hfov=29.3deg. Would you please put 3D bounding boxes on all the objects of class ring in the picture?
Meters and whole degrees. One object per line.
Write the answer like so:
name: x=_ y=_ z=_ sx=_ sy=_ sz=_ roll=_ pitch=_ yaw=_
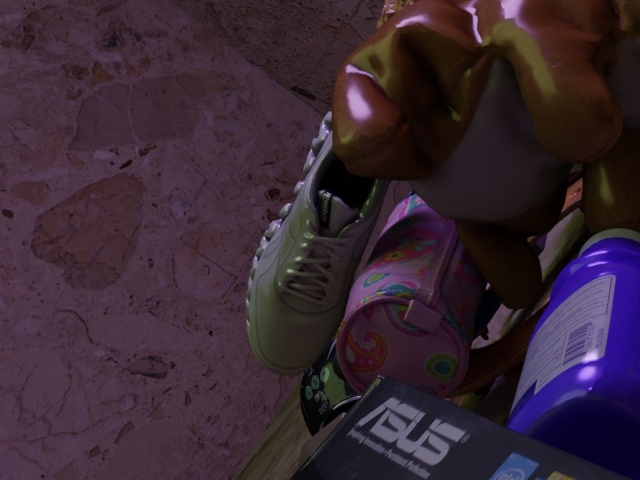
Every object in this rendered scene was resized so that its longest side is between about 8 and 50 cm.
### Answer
ring: x=0.232 y=0.035 z=1.242 sx=0.336 sy=0.032 sz=0.336 roll=-46 pitch=8 yaw=8

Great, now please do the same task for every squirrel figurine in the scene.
squirrel figurine: x=0.235 y=-0.190 z=1.096 sx=0.370 sy=0.281 sz=0.397 roll=-32 pitch=34 yaw=25

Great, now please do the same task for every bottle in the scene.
bottle: x=0.195 y=0.078 z=0.836 sx=0.118 sy=0.092 sz=0.283 roll=-51 pitch=2 yaw=29

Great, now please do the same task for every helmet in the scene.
helmet: x=0.059 y=0.185 z=1.439 sx=0.169 sy=0.169 sz=0.161 roll=-52 pitch=19 yaw=23

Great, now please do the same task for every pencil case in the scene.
pencil case: x=0.098 y=0.043 z=1.159 sx=0.124 sy=0.124 sz=0.284 roll=-52 pitch=3 yaw=28

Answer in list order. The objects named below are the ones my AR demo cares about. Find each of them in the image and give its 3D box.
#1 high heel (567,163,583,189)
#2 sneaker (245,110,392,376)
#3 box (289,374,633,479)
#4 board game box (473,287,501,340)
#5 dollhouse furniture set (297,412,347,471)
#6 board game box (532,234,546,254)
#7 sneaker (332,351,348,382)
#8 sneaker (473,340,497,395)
high heel: x=0.260 y=-0.092 z=1.384 sx=0.244 sy=0.082 sz=0.117 roll=-4 pitch=-40 yaw=-35
sneaker: x=0.000 y=0.000 z=1.186 sx=0.118 sy=0.110 sz=0.292 roll=-88 pitch=18 yaw=-80
box: x=0.025 y=0.227 z=0.466 sx=0.318 sy=0.097 sz=0.395 roll=-47 pitch=17 yaw=-10
board game box: x=0.129 y=0.107 z=1.221 sx=0.133 sy=0.033 sz=0.169 roll=-47 pitch=11 yaw=-28
dollhouse furniture set: x=0.055 y=0.265 z=0.846 sx=0.212 sy=0.161 sz=0.242 roll=130 pitch=155 yaw=-61
board game box: x=0.242 y=0.015 z=1.627 sx=0.141 sy=0.048 sz=0.170 roll=-50 pitch=3 yaw=26
sneaker: x=0.069 y=0.096 z=1.267 sx=0.170 sy=0.051 sz=0.089 roll=-52 pitch=14 yaw=-28
sneaker: x=0.174 y=0.132 z=1.301 sx=0.035 sy=0.031 sz=0.083 roll=-51 pitch=2 yaw=33
